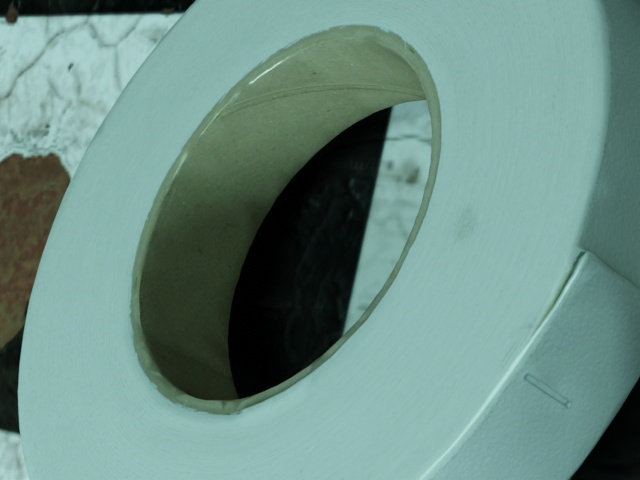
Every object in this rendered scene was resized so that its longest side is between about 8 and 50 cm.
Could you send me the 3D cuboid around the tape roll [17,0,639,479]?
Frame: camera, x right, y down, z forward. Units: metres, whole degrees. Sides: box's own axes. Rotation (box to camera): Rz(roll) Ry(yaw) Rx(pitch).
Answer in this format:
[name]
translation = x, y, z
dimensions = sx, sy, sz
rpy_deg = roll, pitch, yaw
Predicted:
[tape roll]
translation = 0.000, 0.000, 0.778
dimensions = 0.392, 0.072, 0.392
rpy_deg = -27, 47, 33
